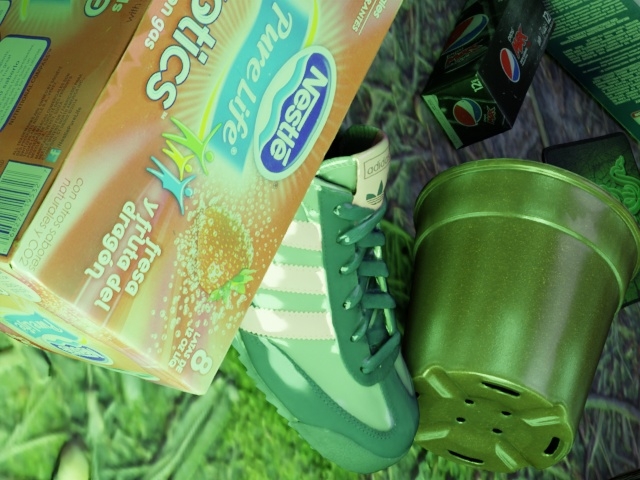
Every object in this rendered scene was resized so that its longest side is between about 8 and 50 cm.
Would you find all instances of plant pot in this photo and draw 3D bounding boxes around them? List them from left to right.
[{"bbox_3d":[0.126,0.059,1.317,0.167,0.167,0.165,45,48,-34],"label":"plant pot"}]

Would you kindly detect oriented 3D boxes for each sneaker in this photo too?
[{"bbox_3d":[0.000,0.000,1.167,0.319,0.131,0.112,60,33,-17],"label":"sneaker"}]

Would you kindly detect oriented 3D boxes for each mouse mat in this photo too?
[{"bbox_3d":[0.257,-0.018,1.688,0.190,0.007,0.152,-14,85,-59],"label":"mouse mat"}]

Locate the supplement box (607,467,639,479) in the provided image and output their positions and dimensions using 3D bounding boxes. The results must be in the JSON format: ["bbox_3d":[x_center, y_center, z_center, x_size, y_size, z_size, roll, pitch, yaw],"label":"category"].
[{"bbox_3d":[0.268,0.266,1.432,0.194,0.129,0.191,-8,80,-58],"label":"supplement box"}]

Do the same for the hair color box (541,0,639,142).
[{"bbox_3d":[0.241,-0.251,1.698,0.347,0.105,0.174,37,45,-42],"label":"hair color box"}]

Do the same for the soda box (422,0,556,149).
[{"bbox_3d":[0.136,-0.146,1.528,0.060,0.053,0.169,55,34,-21],"label":"soda box"}]

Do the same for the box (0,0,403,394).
[{"bbox_3d":[-0.083,-0.093,0.966,0.142,0.154,0.300,40,69,-41],"label":"box"}]
